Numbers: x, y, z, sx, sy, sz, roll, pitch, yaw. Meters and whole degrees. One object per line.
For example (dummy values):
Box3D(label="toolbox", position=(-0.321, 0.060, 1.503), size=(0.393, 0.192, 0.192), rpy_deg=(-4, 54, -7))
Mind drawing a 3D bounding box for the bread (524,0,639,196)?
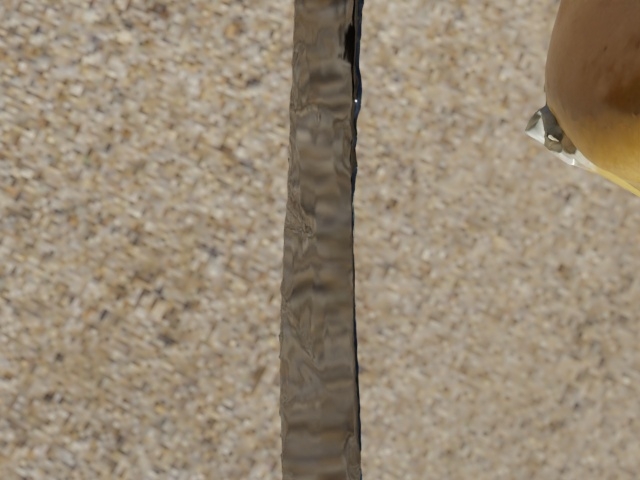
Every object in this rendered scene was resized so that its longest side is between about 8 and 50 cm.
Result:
Box3D(label="bread", position=(0.170, -0.114, 0.509), size=(0.107, 0.136, 0.241), rpy_deg=(29, 94, -28))

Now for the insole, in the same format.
Box3D(label="insole", position=(0.001, 0.000, 0.375), size=(0.003, 0.080, 0.232), rpy_deg=(-1, 100, -14))
